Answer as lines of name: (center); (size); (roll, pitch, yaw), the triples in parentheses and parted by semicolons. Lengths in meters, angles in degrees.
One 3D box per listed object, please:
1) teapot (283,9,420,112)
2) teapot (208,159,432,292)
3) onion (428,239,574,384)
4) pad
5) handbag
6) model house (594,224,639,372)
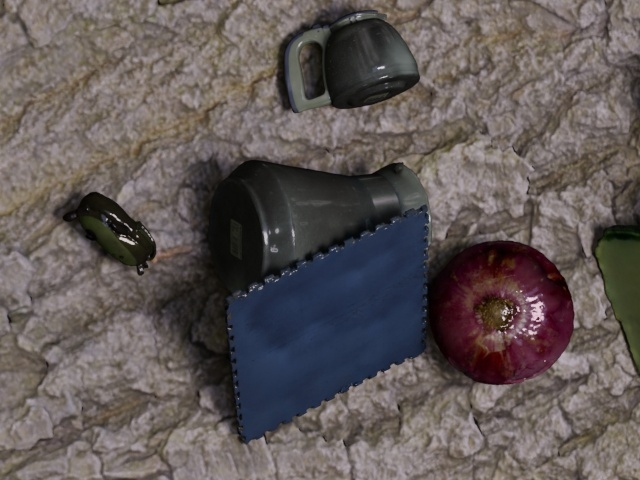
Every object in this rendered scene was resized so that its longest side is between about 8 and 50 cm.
teapot: (0.038, -0.213, 1.869); (0.111, 0.149, 0.108); (0, 71, -59)
teapot: (0.000, 0.000, 1.814); (0.225, 0.171, 0.203); (-7, 116, -28)
onion: (0.218, 0.087, 1.901); (0.177, 0.153, 0.177); (-1, 96, -12)
pad: (0.013, 0.099, 1.796); (0.269, 0.012, 0.269); (-24, 140, -22)
handbag: (-0.229, -0.009, 1.762); (0.111, 0.072, 0.047); (42, 61, -19)
model house: (0.493, 0.048, 1.994); (0.189, 0.195, 0.214); (-24, 95, -27)
